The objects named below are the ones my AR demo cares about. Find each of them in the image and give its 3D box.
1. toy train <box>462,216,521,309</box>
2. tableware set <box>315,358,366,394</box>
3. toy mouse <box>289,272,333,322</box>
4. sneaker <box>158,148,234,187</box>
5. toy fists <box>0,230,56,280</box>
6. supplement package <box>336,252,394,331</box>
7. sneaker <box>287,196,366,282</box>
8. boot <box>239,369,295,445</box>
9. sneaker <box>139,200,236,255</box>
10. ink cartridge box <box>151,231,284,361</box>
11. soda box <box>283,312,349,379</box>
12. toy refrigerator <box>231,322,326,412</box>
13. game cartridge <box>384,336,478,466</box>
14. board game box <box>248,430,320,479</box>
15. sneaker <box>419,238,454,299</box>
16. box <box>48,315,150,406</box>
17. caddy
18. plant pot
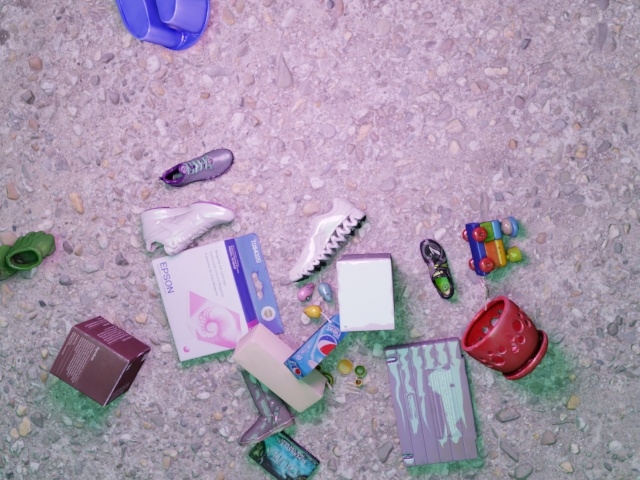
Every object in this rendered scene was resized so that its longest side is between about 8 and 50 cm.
[{"bbox_3d":[0.503,0.060,1.701,0.143,0.105,0.248,-13,92,-6],"label":"toy train"},{"bbox_3d":[0.056,0.404,1.808,0.154,0.024,0.104,12,95,7],"label":"tableware set"},{"bbox_3d":[-0.020,0.156,1.774,0.160,0.031,0.143,8,71,34],"label":"toy mouse"},{"bbox_3d":[-0.366,-0.210,1.785,0.223,0.098,0.083,-23,91,8],"label":"sneaker"},{"bbox_3d":[-0.948,0.056,1.854,0.279,0.142,0.096,-23,122,8],"label":"toy fists"},{"bbox_3d":[0.132,0.140,1.692,0.149,0.203,0.194,-3,94,7],"label":"supplement package"},{"bbox_3d":[0.000,0.000,1.757,0.118,0.110,0.292,43,89,10],"label":"sneaker"},{"bbox_3d":[-0.190,0.484,1.800,0.189,0.076,0.209,-25,91,-14],"label":"boot"},{"bbox_3d":[-0.389,-0.033,1.785,0.304,0.114,0.152,-8,79,16],"label":"sneaker"},{"bbox_3d":[-0.311,0.170,1.817,0.329,0.071,0.325,-16,91,9],"label":"ink cartridge box"},{"bbox_3d":[-0.006,0.302,1.723,0.067,0.210,0.071,48,142,2],"label":"soda box"},{"bbox_3d":[-0.117,0.369,1.751,0.269,0.094,0.102,41,118,-14],"label":"toy refrigerator"},{"bbox_3d":[0.327,0.472,1.763,0.230,0.068,0.356,-9,92,4],"label":"game cartridge"},{"bbox_3d":[-0.112,0.668,1.842,0.186,0.026,0.126,38,96,3],"label":"board game box"},{"bbox_3d":[0.340,0.081,1.726,0.067,0.078,0.188,-21,90,8],"label":"sneaker"},{"bbox_3d":[-0.664,0.360,1.820,0.203,0.168,0.167,31,96,5],"label":"box"},{"bbox_3d":[-0.453,-0.723,1.730,0.241,0.179,0.342,-17,91,32],"label":"caddy"},{"bbox_3d":[0.513,0.279,1.663,0.174,0.191,0.191,40,97,-2],"label":"plant pot"}]
